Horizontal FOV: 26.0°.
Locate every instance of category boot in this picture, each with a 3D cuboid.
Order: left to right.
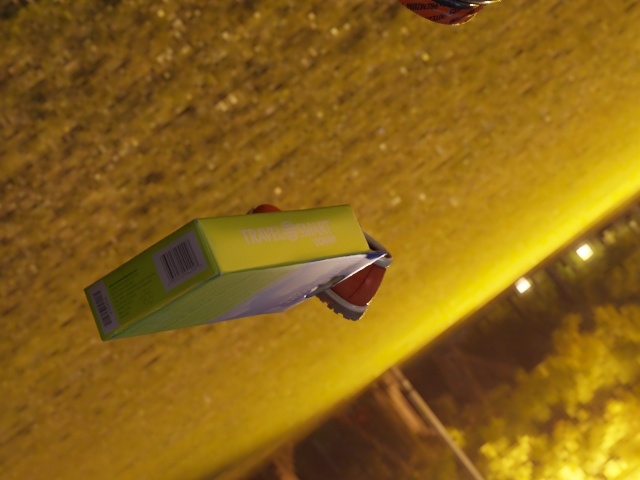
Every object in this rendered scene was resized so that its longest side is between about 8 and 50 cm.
[{"bbox_3d":[0.000,0.000,1.392,0.084,0.158,0.059,-57,170,26],"label":"boot"}]

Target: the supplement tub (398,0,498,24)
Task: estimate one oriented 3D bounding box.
[{"bbox_3d":[0.207,-0.419,1.595,0.207,0.207,0.338,-31,167,-47],"label":"supplement tub"}]

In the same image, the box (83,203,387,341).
[{"bbox_3d":[-0.050,0.019,0.889,0.109,0.042,0.178,-30,167,34],"label":"box"}]
